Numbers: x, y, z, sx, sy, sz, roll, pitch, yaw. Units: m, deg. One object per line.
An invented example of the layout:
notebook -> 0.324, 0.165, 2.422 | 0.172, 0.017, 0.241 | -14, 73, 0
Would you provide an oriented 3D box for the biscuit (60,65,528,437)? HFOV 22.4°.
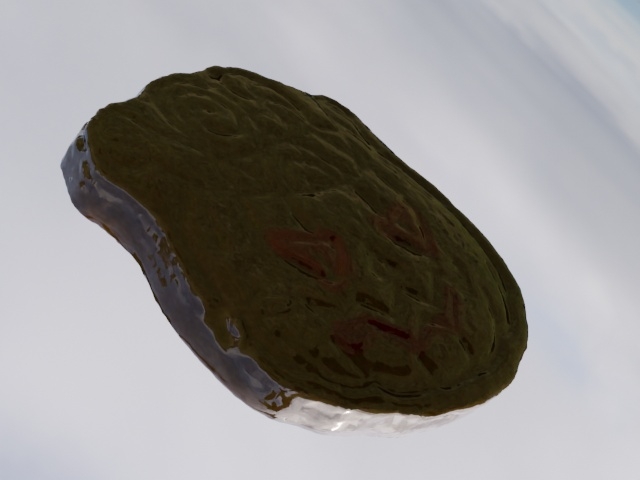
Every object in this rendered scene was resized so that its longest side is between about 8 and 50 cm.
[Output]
biscuit -> 0.001, -0.001, 0.899 | 0.257, 0.049, 0.273 | 49, -150, 15
